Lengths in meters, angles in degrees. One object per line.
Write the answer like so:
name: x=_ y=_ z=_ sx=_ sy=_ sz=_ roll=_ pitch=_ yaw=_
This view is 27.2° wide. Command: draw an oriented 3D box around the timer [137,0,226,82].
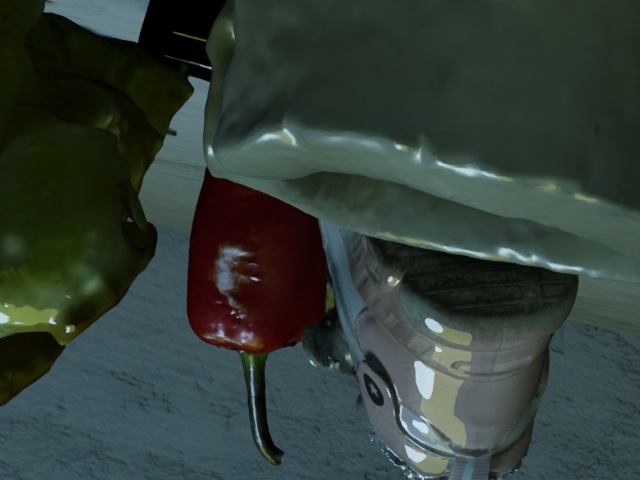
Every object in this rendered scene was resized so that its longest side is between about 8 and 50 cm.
timer: x=-0.039 y=-0.128 z=0.964 sx=0.187 sy=0.055 sz=0.144 roll=14 pitch=174 yaw=-10

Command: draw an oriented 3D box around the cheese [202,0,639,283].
cheese: x=0.086 y=-0.074 z=0.695 sx=0.292 sy=0.153 sz=0.332 roll=11 pitch=174 yaw=23

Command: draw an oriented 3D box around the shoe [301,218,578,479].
shoe: x=0.070 y=0.030 z=1.006 sx=0.172 sy=0.198 sz=0.351 roll=2 pitch=-151 yaw=-7

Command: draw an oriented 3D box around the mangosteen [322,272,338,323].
mangosteen: x=0.000 y=0.000 z=1.463 sx=0.210 sy=0.210 sz=0.210 roll=13 pitch=175 yaw=1

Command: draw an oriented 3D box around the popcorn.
popcorn: x=-0.227 y=-0.069 z=0.771 sx=0.290 sy=0.325 sz=0.321 roll=12 pitch=-149 yaw=-6

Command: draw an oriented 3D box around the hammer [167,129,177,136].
hammer: x=-0.208 y=-0.135 z=1.518 sx=0.035 sy=0.019 sz=0.110 roll=8 pitch=178 yaw=43

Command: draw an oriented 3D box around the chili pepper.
chili pepper: x=-0.057 y=0.035 z=1.190 sx=0.134 sy=0.338 sz=0.131 roll=11 pitch=178 yaw=-7
